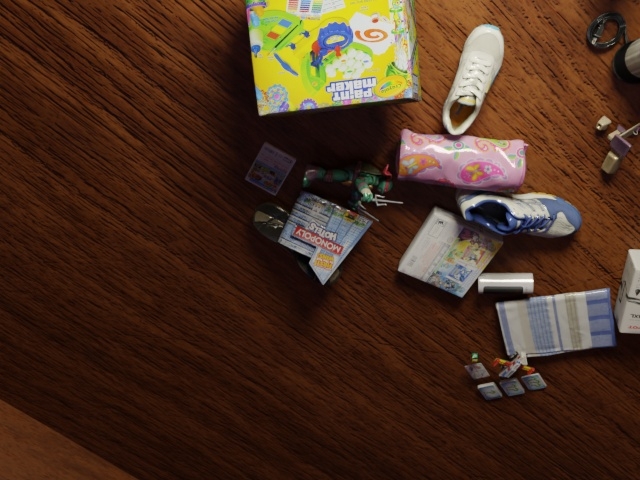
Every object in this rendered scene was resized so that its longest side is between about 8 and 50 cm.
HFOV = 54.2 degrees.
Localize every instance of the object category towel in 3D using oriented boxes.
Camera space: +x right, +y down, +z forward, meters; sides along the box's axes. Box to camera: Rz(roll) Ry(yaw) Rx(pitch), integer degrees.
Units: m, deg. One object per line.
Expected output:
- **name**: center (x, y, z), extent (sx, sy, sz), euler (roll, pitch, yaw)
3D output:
- **towel**: center (0.617, 0.219, 1.645), extent (0.285, 0.034, 0.209), euler (-11, 123, 20)

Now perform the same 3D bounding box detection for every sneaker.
- **sneaker**: center (0.450, -0.048, 1.425), extent (0.297, 0.131, 0.111), euler (14, 126, 1)
- **sneaker**: center (0.314, -0.322, 1.276), extent (0.088, 0.092, 0.228), euler (16, 126, 3)

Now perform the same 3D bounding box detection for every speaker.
- **speaker**: center (0.468, 0.108, 1.583), extent (0.136, 0.055, 0.055), euler (0, 126, 12)

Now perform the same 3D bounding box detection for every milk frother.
- **milk frother**: center (0.580, -0.365, 1.156), extent (0.143, 0.135, 0.129), euler (7, 96, 5)

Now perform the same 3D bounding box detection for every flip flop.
- **flip flop**: center (-0.056, 0.004, 1.609), extent (0.277, 0.080, 0.112), euler (37, 90, -3)

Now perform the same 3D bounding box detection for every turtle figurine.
- **turtle figurine**: center (0.080, -0.129, 1.464), extent (0.234, 0.118, 0.175), euler (14, 168, 4)

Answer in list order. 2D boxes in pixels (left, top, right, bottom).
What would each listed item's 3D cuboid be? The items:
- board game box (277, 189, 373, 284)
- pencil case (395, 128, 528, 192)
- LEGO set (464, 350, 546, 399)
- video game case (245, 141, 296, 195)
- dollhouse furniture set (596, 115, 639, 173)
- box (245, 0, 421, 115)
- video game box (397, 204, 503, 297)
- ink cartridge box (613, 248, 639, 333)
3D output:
- **board game box**: center (0.000, 0.000, 1.539), extent (0.194, 0.060, 0.194), euler (24, 91, -3)
- **pencil case**: center (0.308, -0.176, 1.372), extent (0.284, 0.124, 0.124), euler (6, 127, 8)
- **LEGO set**: center (0.512, 0.384, 1.754), extent (0.183, 0.060, 0.244), euler (-19, 130, 25)
- **video game case**: center (-0.123, -0.175, 1.535), extent (0.087, 0.011, 0.122), euler (28, 127, -9)
- **dollhouse furniture set**: center (0.637, -0.210, 1.339), extent (0.081, 0.091, 0.114), euler (-30, 151, -14)
- **box**: center (0.029, -0.387, 1.179), extent (0.290, 0.177, 0.279), euler (-3, 99, 15)
- **video game box**: center (0.322, 0.031, 1.564), extent (0.187, 0.048, 0.205), euler (25, 128, -3)
- **ink cartridge box**: center (0.806, 0.127, 1.500), extent (0.148, 0.085, 0.203), euler (1, 125, 12)
